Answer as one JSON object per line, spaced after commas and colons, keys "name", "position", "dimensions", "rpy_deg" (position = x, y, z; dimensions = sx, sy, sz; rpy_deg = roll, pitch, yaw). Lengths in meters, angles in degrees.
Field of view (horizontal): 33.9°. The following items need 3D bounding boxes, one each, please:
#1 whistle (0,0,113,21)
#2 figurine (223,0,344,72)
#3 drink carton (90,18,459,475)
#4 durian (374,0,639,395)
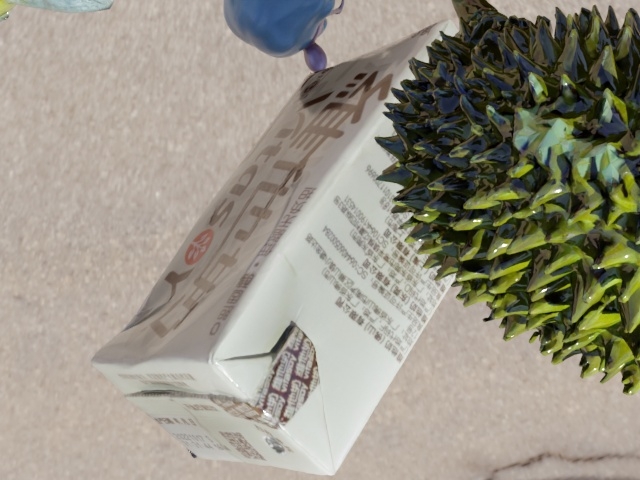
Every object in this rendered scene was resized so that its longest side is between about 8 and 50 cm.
{"name": "whistle", "position": [-0.304, -0.268, 1.018], "dimensions": [0.223, 0.123, 0.123], "rpy_deg": [14, 121, 14]}
{"name": "figurine", "position": [-0.035, -0.291, 0.929], "dimensions": [0.205, 0.103, 0.260], "rpy_deg": [28, 122, 19]}
{"name": "drink carton", "position": [0.000, 0.000, 0.775], "dimensions": [0.132, 0.325, 0.194], "rpy_deg": [45, 152, -21]}
{"name": "durian", "position": [0.094, -0.022, 0.385], "dimensions": [0.095, 0.220, 0.137], "rpy_deg": [20, 99, -49]}
